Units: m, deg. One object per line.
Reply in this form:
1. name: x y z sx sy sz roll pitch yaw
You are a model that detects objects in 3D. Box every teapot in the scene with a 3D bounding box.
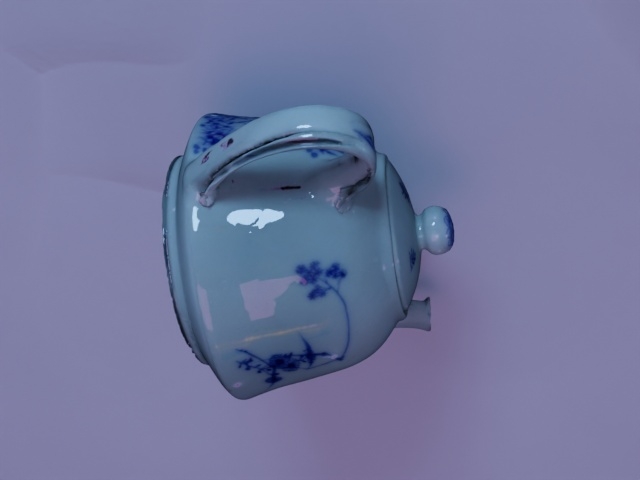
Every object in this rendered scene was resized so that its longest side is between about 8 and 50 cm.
1. teapot: 0.000 0.000 0.617 0.159 0.159 0.232 4 154 15
